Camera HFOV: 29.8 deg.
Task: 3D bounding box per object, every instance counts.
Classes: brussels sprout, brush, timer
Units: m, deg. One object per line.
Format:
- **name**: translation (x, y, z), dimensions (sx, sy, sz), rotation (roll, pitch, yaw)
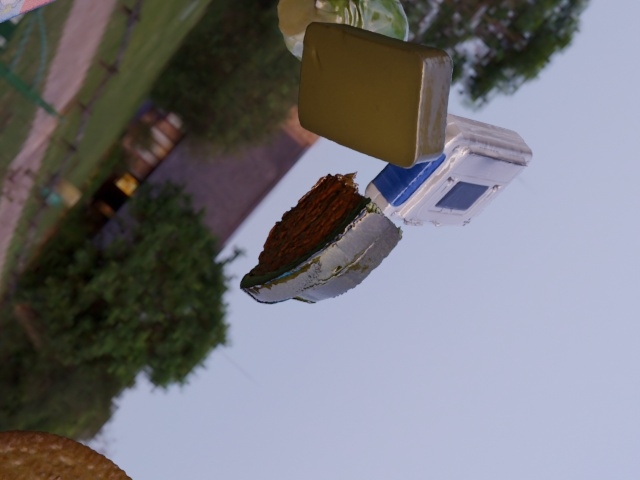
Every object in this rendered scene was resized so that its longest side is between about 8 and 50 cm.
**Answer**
- **brussels sprout**: translation (0.041, -0.391, 2.191), dimensions (0.244, 0.244, 0.244), rotation (-47, -172, 9)
- **brush**: translation (0.056, -0.160, 1.291), dimensions (0.059, 0.123, 0.197), rotation (-9, -156, -38)
- **timer**: translation (0.195, -0.091, 1.751), dimensions (0.178, 0.078, 0.253), rotation (-48, 152, 25)

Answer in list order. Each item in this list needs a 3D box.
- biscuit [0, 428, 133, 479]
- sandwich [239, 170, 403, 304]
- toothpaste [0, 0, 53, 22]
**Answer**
- **biscuit**: translation (-0.291, 0.329, 1.297), dimensions (0.038, 0.305, 0.305), rotation (-51, -175, 28)
- **sandwich**: translation (-0.001, 0.012, 1.494), dimensions (0.235, 0.079, 0.159), rotation (-41, -152, 22)
- **toothpaste**: translation (-0.418, -0.379, 1.741), dimensions (0.320, 0.076, 0.066), rotation (-23, -154, 0)
